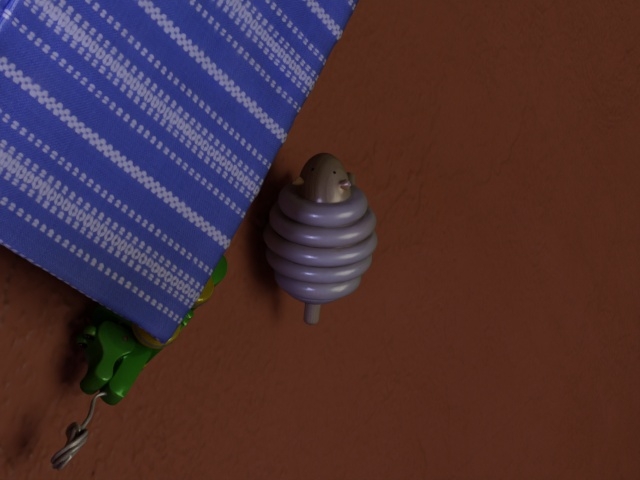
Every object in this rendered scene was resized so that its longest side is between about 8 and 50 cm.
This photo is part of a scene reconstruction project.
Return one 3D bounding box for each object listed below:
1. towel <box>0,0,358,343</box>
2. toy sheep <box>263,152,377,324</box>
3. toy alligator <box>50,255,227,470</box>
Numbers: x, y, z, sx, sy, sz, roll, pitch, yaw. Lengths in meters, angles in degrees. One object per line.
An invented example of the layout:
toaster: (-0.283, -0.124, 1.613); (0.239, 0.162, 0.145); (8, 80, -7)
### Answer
towel: (-0.074, -0.133, 0.768); (0.243, 0.040, 0.336); (40, 75, -52)
toy sheep: (0.000, 0.000, 1.024); (0.091, 0.091, 0.132); (-36, 132, -53)
toy alligator: (-0.120, 0.056, 0.858); (0.051, 0.056, 0.190); (43, 49, -5)
